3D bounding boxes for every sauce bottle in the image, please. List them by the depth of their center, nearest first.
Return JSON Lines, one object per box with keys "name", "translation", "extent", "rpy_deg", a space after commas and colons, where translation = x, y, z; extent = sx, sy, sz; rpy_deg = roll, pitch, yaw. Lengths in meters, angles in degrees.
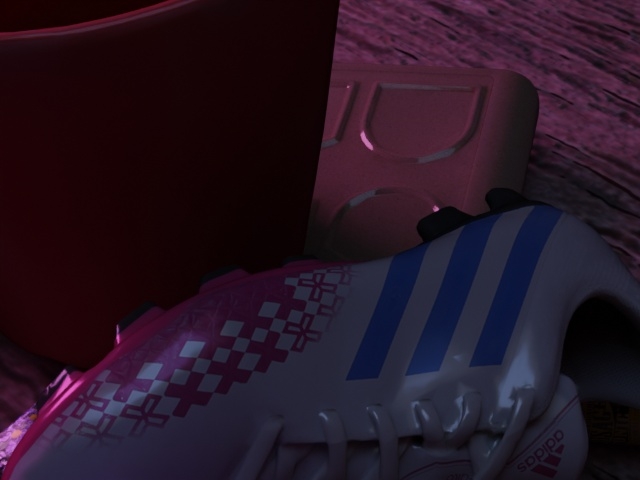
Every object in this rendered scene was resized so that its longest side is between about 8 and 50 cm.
{"name": "sauce bottle", "translation": [0.137, 0.088, 0.754], "extent": [0.128, 0.042, 0.042], "rpy_deg": [1, 42, 6]}

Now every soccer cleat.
{"name": "soccer cleat", "translation": [0.029, 0.072, 0.617], "extent": [0.331, 0.116, 0.143], "rpy_deg": [-22, 51, -32]}

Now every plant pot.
{"name": "plant pot", "translation": [-0.114, -0.082, 0.745], "extent": [0.275, 0.243, 0.275], "rpy_deg": [-3, 43, 3]}

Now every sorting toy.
{"name": "sorting toy", "translation": [0.000, 0.000, 0.861], "extent": [0.229, 0.041, 0.307], "rpy_deg": [7, 49, 13]}

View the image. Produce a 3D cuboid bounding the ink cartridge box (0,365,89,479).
{"name": "ink cartridge box", "translation": [-0.118, 0.098, 0.746], "extent": [0.063, 0.029, 0.115], "rpy_deg": [24, 51, 34]}
